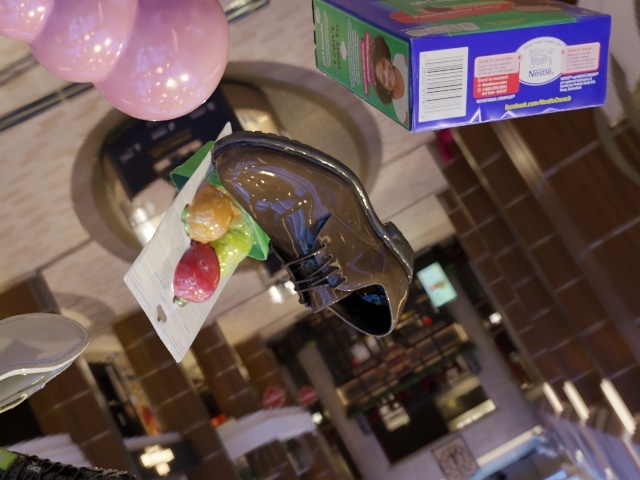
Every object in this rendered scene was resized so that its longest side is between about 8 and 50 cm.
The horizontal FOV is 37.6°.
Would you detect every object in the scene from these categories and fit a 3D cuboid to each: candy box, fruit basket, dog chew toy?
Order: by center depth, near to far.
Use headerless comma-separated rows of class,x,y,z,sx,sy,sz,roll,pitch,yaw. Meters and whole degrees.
candy box,0.167,-0.251,1.209,0.268,0.122,0.317,-10,-155,-19
dog chew toy,-0.287,-0.285,1.222,0.332,0.206,0.206,18,141,-31
fruit basket,-0.227,0.005,1.724,0.353,0.165,0.327,-56,155,-23

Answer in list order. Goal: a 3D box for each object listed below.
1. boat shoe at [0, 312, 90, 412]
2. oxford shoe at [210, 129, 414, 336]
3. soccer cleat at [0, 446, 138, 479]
boat shoe,-0.454,0.188,1.317,0.305,0.109,0.091,-24,146,-55
oxford shoe,0.000,0.000,0.731,0.083,0.096,0.227,-23,132,35
soccer cleat,-0.216,0.189,0.705,0.179,0.072,0.060,-14,-160,27
